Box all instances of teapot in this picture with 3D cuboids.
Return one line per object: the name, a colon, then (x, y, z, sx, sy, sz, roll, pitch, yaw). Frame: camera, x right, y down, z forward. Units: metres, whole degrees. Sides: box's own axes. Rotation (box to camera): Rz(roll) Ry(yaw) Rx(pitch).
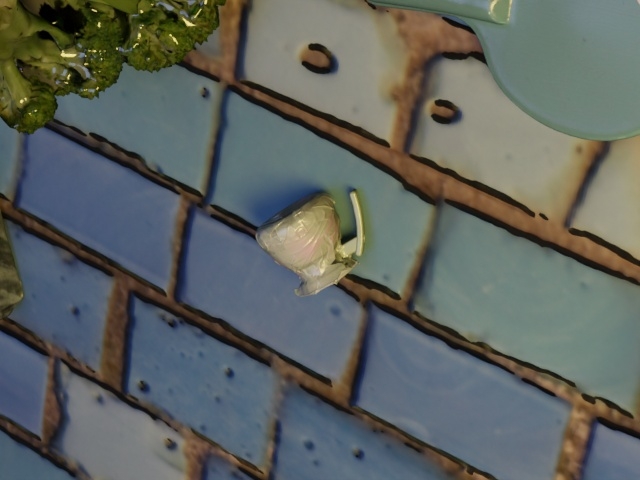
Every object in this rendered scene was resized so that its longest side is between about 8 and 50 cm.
teapot: (0.000, 0.000, 1.290, 0.083, 0.064, 0.064, -29, 99, 11)

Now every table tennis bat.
table tennis bat: (0.133, -0.149, 1.129, 0.244, 0.040, 0.153, 17, 119, 27)

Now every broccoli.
broccoli: (-0.188, -0.232, 1.193, 0.304, 0.283, 0.321, -12, 113, 9)

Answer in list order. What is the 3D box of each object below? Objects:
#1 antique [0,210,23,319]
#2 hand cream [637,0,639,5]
antique: (-0.334, -0.006, 1.526, 0.086, 0.088, 0.183, 1, 110, 39)
hand cream: (0.196, -0.204, 0.911, 0.083, 0.248, 0.133, -35, 88, 44)
